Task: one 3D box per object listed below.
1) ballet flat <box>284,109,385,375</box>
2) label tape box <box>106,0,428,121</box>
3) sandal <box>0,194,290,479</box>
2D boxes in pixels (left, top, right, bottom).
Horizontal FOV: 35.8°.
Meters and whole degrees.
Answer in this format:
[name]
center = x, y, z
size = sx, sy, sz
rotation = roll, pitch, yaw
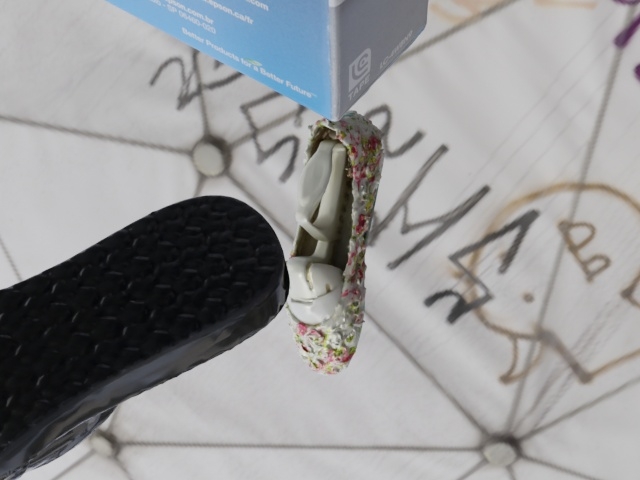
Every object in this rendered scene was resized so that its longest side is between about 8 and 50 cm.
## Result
[ballet flat]
center = 0.000, 0.000, 0.882
size = 0.077, 0.091, 0.241
rotation = 9, -94, -56
[label tape box]
center = -0.062, -0.258, 0.510
size = 0.249, 0.347, 0.115
rotation = 31, -121, 21
[sandal]
center = -0.226, 0.114, 0.755
size = 0.446, 0.107, 0.167
rotation = -23, -126, -11
